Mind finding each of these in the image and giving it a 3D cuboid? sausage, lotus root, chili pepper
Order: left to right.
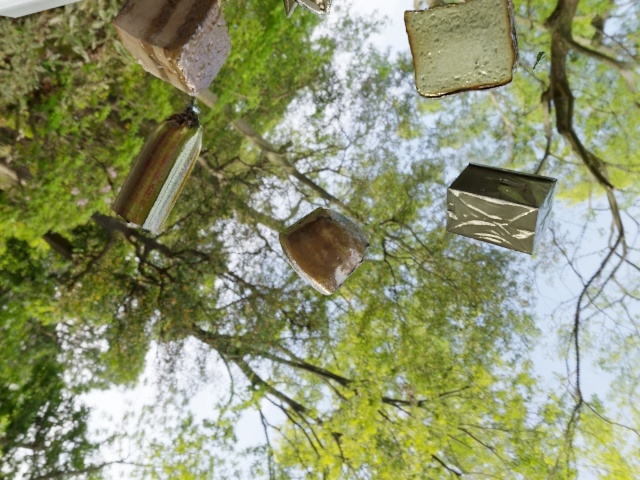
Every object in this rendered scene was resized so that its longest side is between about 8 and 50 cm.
[{"bbox_3d":[-0.344,-0.172,1.054,0.317,0.117,0.125,-61,-155,6],"label":"sausage"},{"bbox_3d":[0.000,0.000,1.740,0.316,0.250,0.316,-36,-158,17],"label":"lotus root"},{"bbox_3d":[0.762,-0.620,1.668,0.030,0.091,0.034,2,-127,1],"label":"chili pepper"}]

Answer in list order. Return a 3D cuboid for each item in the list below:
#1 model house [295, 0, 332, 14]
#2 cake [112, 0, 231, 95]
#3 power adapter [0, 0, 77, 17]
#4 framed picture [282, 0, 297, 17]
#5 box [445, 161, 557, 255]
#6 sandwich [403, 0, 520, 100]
[{"bbox_3d":[-0.024,-0.827,1.233,0.297,0.317,0.282,-43,-156,55],"label":"model house"},{"bbox_3d":[-0.403,-0.540,1.235,0.199,0.293,0.196,-61,171,-8],"label":"cake"},{"bbox_3d":[-0.579,-0.566,1.003,0.255,0.124,0.187,-14,-158,-1],"label":"power adapter"},{"bbox_3d":[-0.108,-0.822,1.545,0.015,0.150,0.203,-15,-166,-8],"label":"framed picture"},{"bbox_3d":[0.462,-0.090,1.232,0.231,0.155,0.149,20,-134,32],"label":"box"},{"bbox_3d":[0.411,-0.558,1.377,0.301,0.271,0.099,-2,-154,28],"label":"sandwich"}]
